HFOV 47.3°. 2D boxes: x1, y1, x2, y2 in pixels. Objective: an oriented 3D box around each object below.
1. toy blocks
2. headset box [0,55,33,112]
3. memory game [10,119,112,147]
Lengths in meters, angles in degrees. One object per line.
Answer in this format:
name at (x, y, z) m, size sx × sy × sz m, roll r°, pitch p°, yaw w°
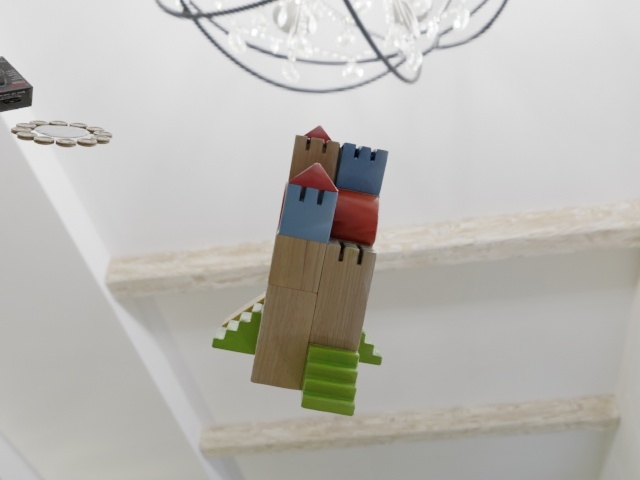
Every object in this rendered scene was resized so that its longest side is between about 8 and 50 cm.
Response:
toy blocks at (0.000, 0.000, 0.817) m, size 0.190 × 0.381 × 0.261 m, roll 11°, pitch -84°, yaw -2°
headset box at (-0.403, -0.191, 0.908) m, size 0.083 × 0.062 × 0.032 m, roll 42°, pitch -48°, yaw 23°
memory game at (-0.491, -0.203, 1.394) m, size 0.186 × 0.186 × 0.012 m, roll 7°, pitch -71°, yaw -5°
